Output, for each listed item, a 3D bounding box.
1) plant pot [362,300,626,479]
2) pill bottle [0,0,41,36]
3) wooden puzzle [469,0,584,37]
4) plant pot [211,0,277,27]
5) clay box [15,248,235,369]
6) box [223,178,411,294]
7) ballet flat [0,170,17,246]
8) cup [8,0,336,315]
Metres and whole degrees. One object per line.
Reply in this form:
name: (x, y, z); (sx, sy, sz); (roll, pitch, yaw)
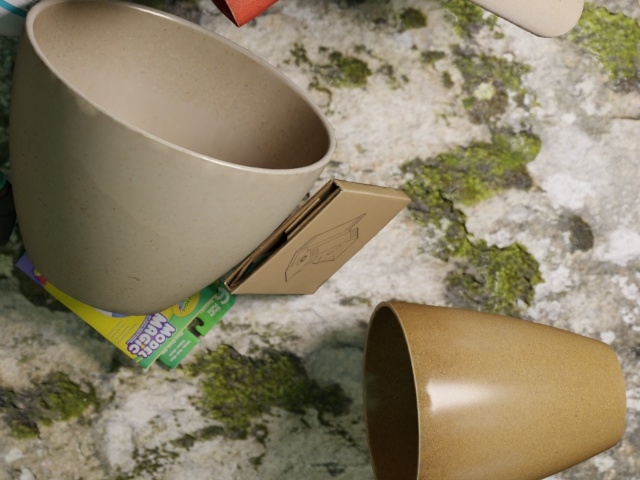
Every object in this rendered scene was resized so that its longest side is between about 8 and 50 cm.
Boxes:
plant pot: (0.196, 0.179, 1.837); (0.254, 0.237, 0.237); (-2, 110, -11)
pill bottle: (-0.310, -0.311, 1.705); (0.146, 0.146, 0.264); (39, 106, -11)
wooden puzzle: (0.133, -0.394, 1.557); (0.322, 0.080, 0.348); (18, 73, -42)
plant pot: (-0.052, -0.390, 1.621); (0.235, 0.267, 0.267); (-28, 107, -2)
clay box: (-0.215, 0.045, 1.879); (0.222, 0.053, 0.127); (40, 105, -11)
box: (0.000, 0.000, 1.787); (0.164, 0.201, 0.021); (-44, 73, 16)
ballet flat: (-0.473, -0.019, 1.848); (0.280, 0.095, 0.096); (0, 122, 2)
cup: (-0.181, -0.065, 1.703); (0.331, 0.331, 0.237); (23, 114, -6)
